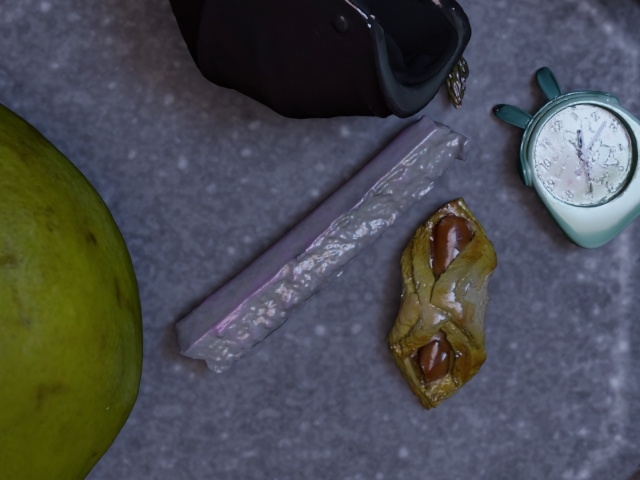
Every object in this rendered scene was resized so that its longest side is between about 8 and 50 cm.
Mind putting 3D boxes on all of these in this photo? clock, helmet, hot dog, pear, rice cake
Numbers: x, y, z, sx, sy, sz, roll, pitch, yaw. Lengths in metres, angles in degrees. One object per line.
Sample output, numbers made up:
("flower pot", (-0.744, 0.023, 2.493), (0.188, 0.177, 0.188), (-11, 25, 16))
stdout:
("clock", (0.199, -0.069, 1.106), (0.101, 0.041, 0.135), (-41, 94, 1))
("helmet", (-0.018, -0.225, 1.009), (0.177, 0.225, 0.306), (-10, 88, 29))
("hot dog", (0.093, 0.051, 1.099), (0.078, 0.061, 0.169), (5, 94, -2))
("pear", (-0.272, 0.035, 0.984), (0.287, 0.287, 0.375), (-19, 78, -1))
("rice cake", (0.000, 0.001, 1.095), (0.270, 0.055, 0.049), (-40, 115, 2))

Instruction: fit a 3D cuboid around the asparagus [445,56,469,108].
("asparagus", (0.087, -0.215, 1.100), (0.023, 0.022, 0.233), (-13, 93, -37))
